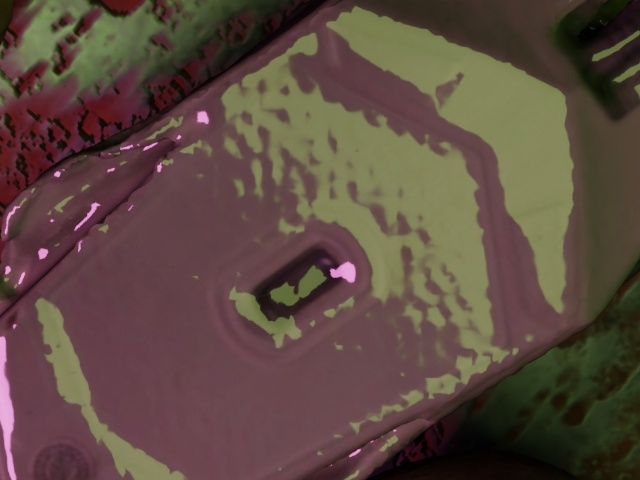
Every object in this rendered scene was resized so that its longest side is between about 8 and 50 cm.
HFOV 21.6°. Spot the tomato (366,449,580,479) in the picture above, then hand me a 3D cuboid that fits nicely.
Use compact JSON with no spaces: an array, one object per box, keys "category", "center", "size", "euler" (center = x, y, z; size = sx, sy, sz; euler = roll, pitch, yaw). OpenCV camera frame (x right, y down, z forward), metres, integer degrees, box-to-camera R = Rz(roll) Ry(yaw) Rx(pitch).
[{"category":"tomato","center":[0.092,0.268,0.884],"size":[0.282,0.317,0.317],"euler":[-25,107,9]}]

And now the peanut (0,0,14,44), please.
[{"category":"peanut","center":[-0.265,-0.137,0.826],"size":[0.227,0.104,0.086],"euler":[15,100,-11]}]

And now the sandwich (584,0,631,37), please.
[{"category":"sandwich","center":[0.162,-0.207,0.835],"size":[0.245,0.063,0.212],"euler":[6,119,15]}]

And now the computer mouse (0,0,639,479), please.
[{"category":"computer mouse","center":[0.002,-0.002,0.875],"size":[0.429,0.145,0.228],"euler":[-34,100,10]}]
